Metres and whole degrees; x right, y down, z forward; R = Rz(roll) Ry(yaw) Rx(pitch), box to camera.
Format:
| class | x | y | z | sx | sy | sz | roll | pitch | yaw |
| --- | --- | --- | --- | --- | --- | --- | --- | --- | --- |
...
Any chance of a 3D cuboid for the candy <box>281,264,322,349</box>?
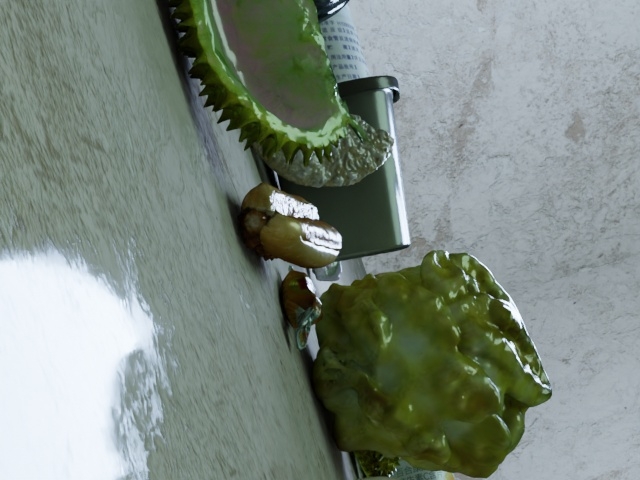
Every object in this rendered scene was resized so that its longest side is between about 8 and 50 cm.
| class | x | y | z | sx | sy | sz | roll | pitch | yaw |
| --- | --- | --- | --- | --- | --- | --- | --- | --- | --- |
| candy | -0.023 | 0.075 | 1.583 | 0.182 | 0.046 | 0.053 | -103 | 177 | -66 |

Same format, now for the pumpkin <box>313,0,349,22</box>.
| class | x | y | z | sx | sy | sz | roll | pitch | yaw |
| --- | --- | --- | --- | --- | --- | --- | --- | --- | --- |
| pumpkin | -0.064 | -0.485 | 1.986 | 0.323 | 0.241 | 0.323 | 161 | -90 | -78 |

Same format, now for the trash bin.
| class | x | y | z | sx | sy | sz | roll | pitch | yaw |
| --- | --- | --- | --- | --- | --- | --- | --- | --- | --- |
| trash bin | 0.033 | -0.097 | 1.948 | 0.220 | 0.219 | 0.250 | 16 | 63 | -83 |

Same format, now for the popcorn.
| class | x | y | z | sx | sy | sz | roll | pitch | yaw |
| --- | --- | --- | --- | --- | --- | --- | --- | --- | --- |
| popcorn | 0.145 | 0.175 | 1.691 | 0.312 | 0.312 | 0.312 | -17 | 90 | -86 |

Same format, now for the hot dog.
| class | x | y | z | sx | sy | sz | roll | pitch | yaw |
| --- | --- | --- | --- | --- | --- | --- | --- | --- | --- |
| hot dog | -0.038 | -0.008 | 1.468 | 0.102 | 0.076 | 0.249 | 45 | 6 | 11 |

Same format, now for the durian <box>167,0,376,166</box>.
| class | x | y | z | sx | sy | sz | roll | pitch | yaw |
| --- | --- | --- | --- | --- | --- | --- | --- | --- | --- |
| durian | -0.072 | -0.242 | 1.357 | 0.158 | 0.169 | 0.351 | 20 | 54 | -86 |

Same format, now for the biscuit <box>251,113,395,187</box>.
| class | x | y | z | sx | sy | sz | roll | pitch | yaw |
| --- | --- | --- | --- | --- | --- | --- | --- | --- | --- |
| biscuit | -0.019 | -0.145 | 1.792 | 0.250 | 0.133 | 0.032 | 31 | -13 | -20 |

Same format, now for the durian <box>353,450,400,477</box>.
| class | x | y | z | sx | sy | sz | roll | pitch | yaw |
| --- | --- | --- | --- | --- | --- | --- | --- | --- | --- |
| durian | 0.077 | 0.290 | 1.877 | 0.100 | 0.086 | 0.215 | 88 | -10 | -45 |

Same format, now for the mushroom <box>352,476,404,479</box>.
| class | x | y | z | sx | sy | sz | roll | pitch | yaw |
| --- | --- | --- | --- | --- | --- | --- | --- | --- | --- |
| mushroom | 0.067 | 0.281 | 0.877 | 0.246 | 0.202 | 0.246 | -14 | 90 | -76 |

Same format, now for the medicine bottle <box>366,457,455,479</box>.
| class | x | y | z | sx | sy | sz | roll | pitch | yaw |
| --- | --- | --- | --- | --- | --- | --- | --- | --- | --- |
| medicine bottle | 0.136 | 0.359 | 1.969 | 0.133 | 0.133 | 0.274 | 63 | 10 | -68 |

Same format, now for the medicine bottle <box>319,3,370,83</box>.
| class | x | y | z | sx | sy | sz | roll | pitch | yaw |
| --- | --- | --- | --- | --- | --- | --- | --- | --- | --- |
| medicine bottle | -0.021 | -0.317 | 2.249 | 0.190 | 0.190 | 0.332 | 61 | 12 | -71 |

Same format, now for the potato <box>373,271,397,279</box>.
| class | x | y | z | sx | sy | sz | roll | pitch | yaw |
| --- | --- | --- | --- | --- | --- | --- | --- | --- | --- |
| potato | 0.133 | 0.158 | 2.134 | 0.285 | 0.243 | 0.242 | 160 | -87 | -72 |

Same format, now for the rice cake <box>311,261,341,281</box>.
| class | x | y | z | sx | sy | sz | roll | pitch | yaw |
| --- | --- | --- | --- | --- | --- | --- | --- | --- | --- |
| rice cake | 0.000 | -0.001 | 2.167 | 0.270 | 0.055 | 0.049 | -103 | 179 | -67 |
